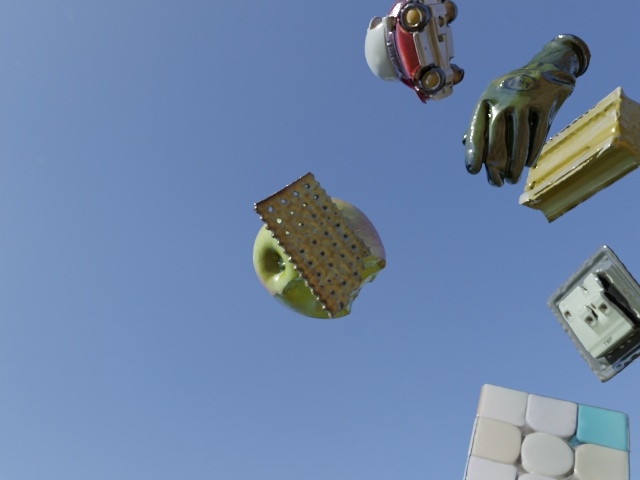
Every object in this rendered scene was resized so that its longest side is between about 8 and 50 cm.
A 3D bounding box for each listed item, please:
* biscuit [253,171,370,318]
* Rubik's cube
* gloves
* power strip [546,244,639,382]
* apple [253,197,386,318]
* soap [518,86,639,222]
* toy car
[{"bbox_3d":[0.000,0.000,0.977,0.203,0.144,0.016,53,-38,-1],"label":"biscuit"},{"bbox_3d":[0.512,0.600,1.507,0.347,0.347,0.344,10,-53,20],"label":"Rubik's cube"},{"bbox_3d":[0.285,-0.191,0.905,0.107,0.268,0.135,45,-21,-28],"label":"gloves"},{"bbox_3d":[0.665,0.182,1.537,0.092,0.251,0.257,-14,-33,-33],"label":"power strip"},{"bbox_3d":[-0.008,0.037,1.262,0.246,0.246,0.226,-40,-21,31],"label":"apple"},{"bbox_3d":[0.440,-0.137,1.077,0.076,0.135,0.233,29,-29,-10],"label":"soap"},{"bbox_3d":[0.111,-0.243,0.821,0.112,0.112,0.139,-3,-73,35],"label":"toy car"}]
